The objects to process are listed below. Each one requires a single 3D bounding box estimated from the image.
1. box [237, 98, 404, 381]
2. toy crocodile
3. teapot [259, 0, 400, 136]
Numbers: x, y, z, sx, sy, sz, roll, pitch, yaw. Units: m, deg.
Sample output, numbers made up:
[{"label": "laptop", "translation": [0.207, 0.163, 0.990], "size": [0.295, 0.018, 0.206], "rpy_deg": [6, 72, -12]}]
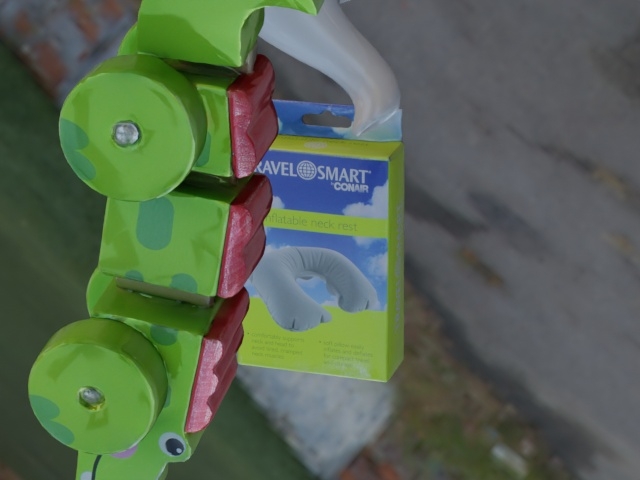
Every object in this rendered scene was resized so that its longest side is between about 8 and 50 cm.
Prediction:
[{"label": "box", "translation": [0.000, 0.000, 1.249], "size": [0.109, 0.042, 0.178], "rpy_deg": [6, 111, 16]}, {"label": "toy crocodile", "translation": [-0.069, -0.001, 0.923], "size": [0.105, 0.341, 0.115], "rpy_deg": [14, -155, 7]}, {"label": "teapot", "translation": [0.023, -0.237, 1.066], "size": [0.187, 0.252, 0.256], "rpy_deg": [19, 125, -2]}]
